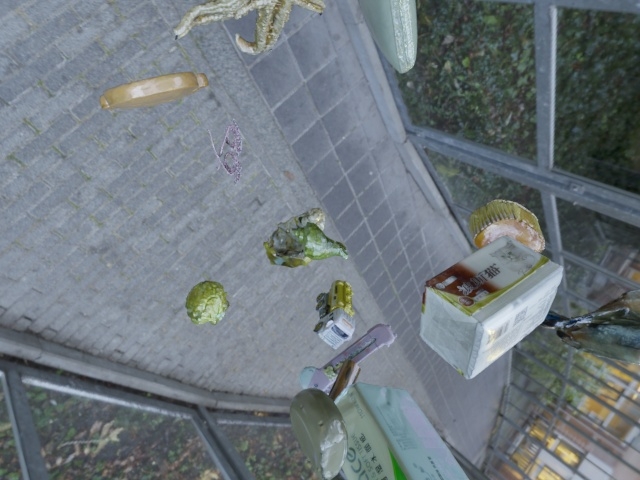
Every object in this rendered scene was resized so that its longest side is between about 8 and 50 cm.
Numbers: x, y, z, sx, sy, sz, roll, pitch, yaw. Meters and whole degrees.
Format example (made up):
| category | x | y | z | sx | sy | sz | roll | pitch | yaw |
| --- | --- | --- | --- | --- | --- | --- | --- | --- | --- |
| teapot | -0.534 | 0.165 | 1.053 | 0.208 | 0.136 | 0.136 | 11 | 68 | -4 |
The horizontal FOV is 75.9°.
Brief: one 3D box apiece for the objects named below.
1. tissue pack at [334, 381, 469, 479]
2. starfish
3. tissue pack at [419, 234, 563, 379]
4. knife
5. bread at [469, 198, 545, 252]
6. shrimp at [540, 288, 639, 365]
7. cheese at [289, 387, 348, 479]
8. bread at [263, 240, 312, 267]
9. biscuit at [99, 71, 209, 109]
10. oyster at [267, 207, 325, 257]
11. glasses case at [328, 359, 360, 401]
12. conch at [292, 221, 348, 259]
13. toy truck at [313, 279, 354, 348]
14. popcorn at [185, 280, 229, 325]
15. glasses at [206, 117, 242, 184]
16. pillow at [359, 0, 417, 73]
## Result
| category | x | y | z | sx | sy | sz | roll | pitch | yaw |
| --- | --- | --- | --- | --- | --- | --- | --- | --- | --- |
| tissue pack | 0.226 | 0.632 | 1.153 | 0.331 | 0.405 | 0.205 | 24 | 112 | -42 |
| starfish | -0.151 | -0.530 | 0.901 | 0.083 | 0.323 | 0.432 | 66 | 20 | -6 |
| tissue pack | 0.210 | 0.079 | 0.521 | 0.148 | 0.099 | 0.106 | -25 | 133 | -24 |
| knife | 0.101 | 0.436 | 1.513 | 0.398 | 0.132 | 0.038 | -36 | 171 | -2 |
| bread | 0.615 | -0.021 | 1.359 | 0.249 | 0.133 | 0.179 | 26 | 132 | -24 |
| shrimp | 0.836 | 0.233 | 1.140 | 0.109 | 0.445 | 0.222 | 30 | 68 | -32 |
| cheese | -0.010 | 0.439 | 0.976 | 0.090 | 0.202 | 0.176 | -11 | 111 | -23 |
| bread | -0.153 | 0.067 | 1.958 | 0.232 | 0.088 | 0.161 | -8 | 143 | 12 |
| biscuit | -0.413 | -0.370 | 1.033 | 0.274 | 0.355 | 0.052 | -20 | 112 | -15 |
| oyster | -0.084 | -0.024 | 1.433 | 0.093 | 0.294 | 0.167 | 0 | 90 | -39 |
| glasses case | 0.083 | 0.496 | 1.411 | 0.041 | 0.064 | 0.170 | -48 | -174 | 47 |
| conch | 0.000 | 0.000 | 0.813 | 0.121 | 0.089 | 0.074 | 20 | 126 | -12 |
| toy truck | 0.052 | 0.225 | 1.303 | 0.114 | 0.227 | 0.098 | -40 | 111 | 23 |
| popcorn | -0.471 | 0.273 | 1.734 | 0.198 | 0.197 | 0.213 | -42 | 121 | -17 |
| glasses | -0.360 | -0.348 | 1.592 | 0.095 | 0.162 | 0.256 | -20 | 128 | -38 |
| pillow | 0.166 | -0.625 | 1.050 | 0.119 | 0.256 | 0.322 | -23 | 147 | 6 |
